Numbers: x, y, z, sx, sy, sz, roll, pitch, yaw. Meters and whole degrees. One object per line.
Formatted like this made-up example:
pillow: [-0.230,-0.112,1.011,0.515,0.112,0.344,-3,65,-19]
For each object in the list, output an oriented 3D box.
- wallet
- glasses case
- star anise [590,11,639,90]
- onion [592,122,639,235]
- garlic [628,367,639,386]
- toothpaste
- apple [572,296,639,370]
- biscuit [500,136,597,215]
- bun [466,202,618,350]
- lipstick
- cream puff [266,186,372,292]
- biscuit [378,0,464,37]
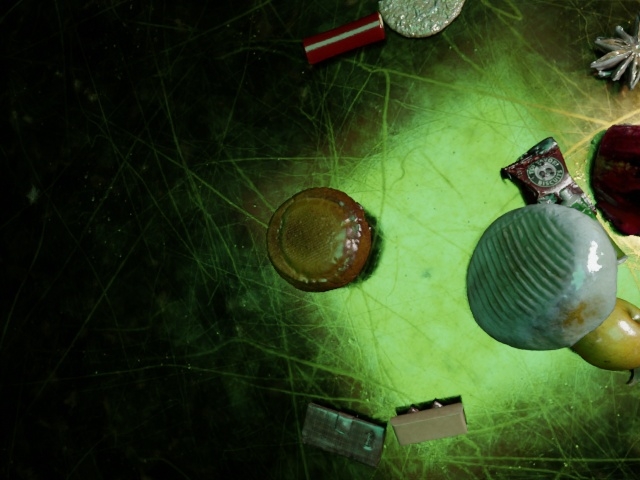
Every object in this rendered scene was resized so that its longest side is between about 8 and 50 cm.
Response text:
wallet: [0.062,0.545,1.311,0.230,0.042,0.124,13,93,17]
glasses case: [0.292,0.489,1.247,0.193,0.070,0.102,-17,110,12]
star anise: [0.785,-0.465,1.167,0.182,0.065,0.195,-45,72,4]
onion: [0.828,-0.142,1.093,0.314,0.146,0.280,7,92,12]
garlic: [0.810,0.296,1.106,0.152,0.066,0.084,-15,85,12]
toothpaste: [0.665,-0.028,1.154,0.078,0.047,0.248,-38,98,9]
apple: [0.680,0.220,1.099,0.182,0.182,0.155,41,127,14]
biscuit: [0.584,-0.135,1.201,0.151,0.063,0.235,-27,76,4]
bun: [0.513,0.086,1.086,0.211,0.362,0.362,16,91,-20]
lipstick: [0.067,-0.589,1.365,0.241,0.080,0.080,-15,83,14]
cream puff: [0.000,0.000,1.280,0.303,0.212,0.303,-3,83,24]
biscuit: [0.295,-0.648,1.329,0.250,0.032,0.133,-7,86,14]
